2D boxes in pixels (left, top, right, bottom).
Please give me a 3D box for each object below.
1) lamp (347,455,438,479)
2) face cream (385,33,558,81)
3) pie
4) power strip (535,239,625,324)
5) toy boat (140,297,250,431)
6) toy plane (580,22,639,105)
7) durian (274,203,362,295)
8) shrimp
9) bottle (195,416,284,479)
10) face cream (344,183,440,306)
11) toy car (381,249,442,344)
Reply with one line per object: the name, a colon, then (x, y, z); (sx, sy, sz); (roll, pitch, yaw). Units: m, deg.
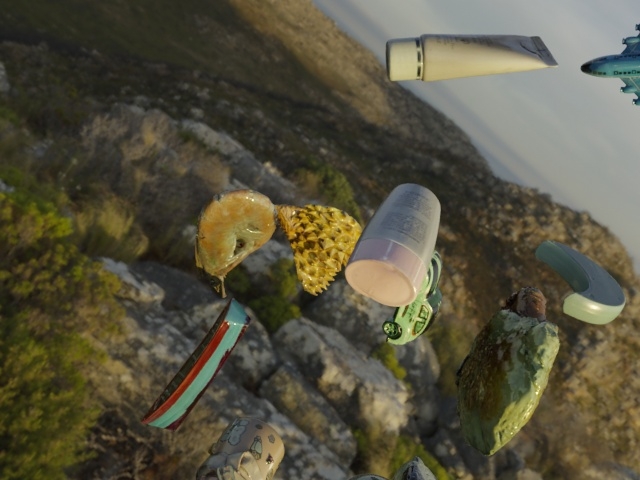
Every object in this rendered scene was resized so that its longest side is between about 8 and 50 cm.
lamp: (0.137, 0.566, 1.492); (0.198, 0.244, 0.197); (45, 19, -19)
face cream: (0.283, -0.358, 1.368); (0.143, 0.315, 0.089); (-91, 176, -53)
pie: (0.303, 0.222, 1.179); (0.106, 0.257, 0.274); (31, 20, -3)
power strip: (0.540, 0.086, 1.476); (0.168, 0.054, 0.253); (23, 27, -10)
toy boat: (-0.273, 0.288, 1.540); (0.079, 0.392, 0.136); (31, 26, -9)
toy plane: (0.681, -0.365, 1.471); (0.271, 0.254, 0.105); (8, 15, 41)
durian: (0.012, 0.005, 1.756); (0.305, 0.196, 0.185); (71, 8, -46)
shrimp: (-0.181, 0.008, 1.504); (0.168, 0.317, 0.077); (-1, 49, -15)
bottle: (-0.114, 0.312, 0.934); (0.099, 0.099, 0.152); (41, 36, -2)
face cream: (0.090, 0.000, 0.817); (0.084, 0.057, 0.198); (23, 34, 7)
toy car: (0.273, 0.164, 1.969); (0.125, 0.305, 0.136); (27, 31, 15)
